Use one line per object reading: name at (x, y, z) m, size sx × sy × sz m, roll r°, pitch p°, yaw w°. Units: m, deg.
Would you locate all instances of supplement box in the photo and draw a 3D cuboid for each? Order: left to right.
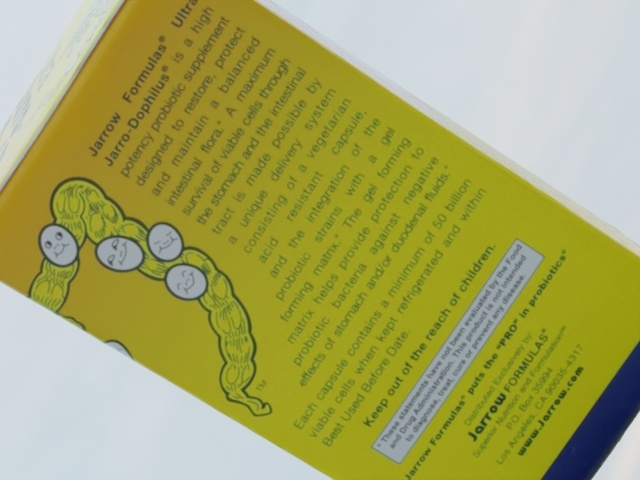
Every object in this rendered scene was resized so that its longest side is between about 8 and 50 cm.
supplement box at (0.000, 0.000, 1.012) m, size 0.195 × 0.356 × 0.194 m, roll -56°, pitch 14°, yaw 7°
